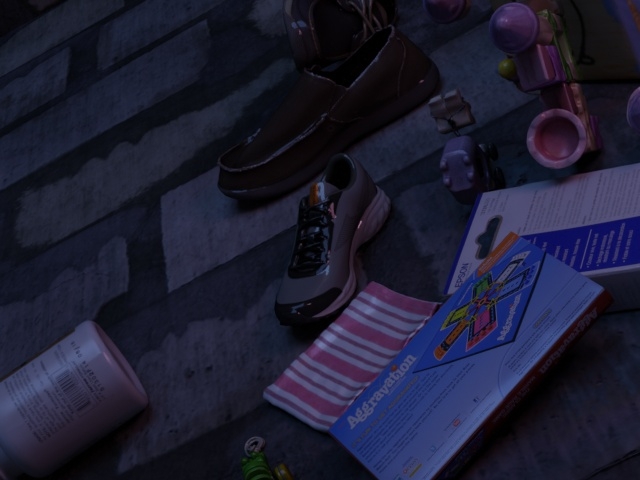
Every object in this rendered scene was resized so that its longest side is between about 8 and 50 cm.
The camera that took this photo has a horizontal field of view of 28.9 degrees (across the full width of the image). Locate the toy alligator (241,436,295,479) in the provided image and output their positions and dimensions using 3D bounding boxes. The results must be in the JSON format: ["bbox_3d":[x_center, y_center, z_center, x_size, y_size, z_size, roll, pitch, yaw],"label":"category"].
[{"bbox_3d":[-0.062,0.244,1.279,0.056,0.051,0.189,-31,30,0],"label":"toy alligator"}]

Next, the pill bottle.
[{"bbox_3d":[-0.337,0.211,1.506,0.229,0.131,0.131,-35,30,-5],"label":"pill bottle"}]

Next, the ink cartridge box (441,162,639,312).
[{"bbox_3d":[0.320,-0.007,1.288,0.371,0.069,0.175,-8,38,31],"label":"ink cartridge box"}]

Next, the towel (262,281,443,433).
[{"bbox_3d":[0.036,0.127,1.388,0.197,0.029,0.144,-44,31,-21],"label":"towel"}]

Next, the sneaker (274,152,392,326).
[{"bbox_3d":[0.000,0.000,1.535,0.100,0.108,0.271,-9,38,31],"label":"sneaker"}]

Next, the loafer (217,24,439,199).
[{"bbox_3d":[-0.008,-0.195,1.809,0.366,0.130,0.134,-34,30,-4],"label":"loafer"}]

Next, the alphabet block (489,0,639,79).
[{"bbox_3d":[0.359,-0.336,1.621,0.197,0.192,0.193,6,45,49],"label":"alphabet block"}]

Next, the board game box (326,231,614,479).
[{"bbox_3d":[0.144,0.126,1.222,0.281,0.027,0.145,-47,41,-5],"label":"board game box"}]

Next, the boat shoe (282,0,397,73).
[{"bbox_3d":[0.038,-0.352,1.940,0.130,0.132,0.355,-11,18,19],"label":"boat shoe"}]

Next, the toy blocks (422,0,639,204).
[{"bbox_3d":[0.225,-0.208,1.382,0.309,0.288,0.260,-16,-1,24],"label":"toy blocks"}]
